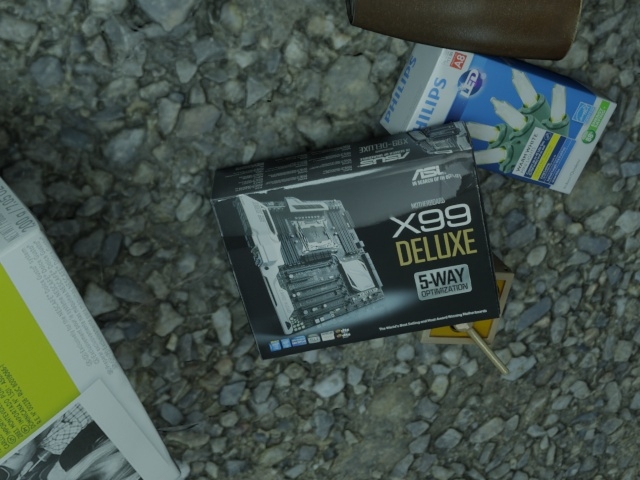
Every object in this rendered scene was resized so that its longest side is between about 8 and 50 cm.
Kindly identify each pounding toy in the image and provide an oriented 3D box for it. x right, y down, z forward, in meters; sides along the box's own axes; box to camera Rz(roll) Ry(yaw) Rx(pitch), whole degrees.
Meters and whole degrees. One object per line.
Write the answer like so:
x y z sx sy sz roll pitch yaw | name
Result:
0.192 0.094 1.463 0.130 0.100 0.141 3 115 -22 | pounding toy

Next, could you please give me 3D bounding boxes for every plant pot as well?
0.143 -0.295 1.197 0.230 0.215 0.215 -5 119 -3 | plant pot

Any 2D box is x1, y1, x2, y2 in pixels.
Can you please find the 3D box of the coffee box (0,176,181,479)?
-0.396 0.122 1.026 0.334 0.337 0.338 -34 133 -17 | coffee box

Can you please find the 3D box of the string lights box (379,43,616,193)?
0.219 -0.158 1.355 0.259 0.077 0.133 13 113 -26 | string lights box

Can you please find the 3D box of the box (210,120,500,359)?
0.047 0.004 1.322 0.307 0.077 0.243 -10 123 6 | box
